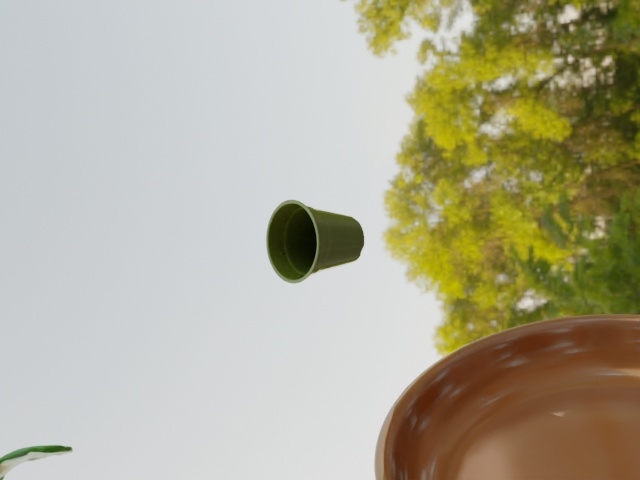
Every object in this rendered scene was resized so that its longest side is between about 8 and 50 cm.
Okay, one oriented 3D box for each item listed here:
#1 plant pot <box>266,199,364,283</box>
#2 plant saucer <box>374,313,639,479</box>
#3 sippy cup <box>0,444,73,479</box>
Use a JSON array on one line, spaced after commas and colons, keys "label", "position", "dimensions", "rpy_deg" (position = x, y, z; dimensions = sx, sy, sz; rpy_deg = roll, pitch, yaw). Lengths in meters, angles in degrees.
[{"label": "plant pot", "position": [0.000, 0.000, 0.836], "dimensions": [0.079, 0.083, 0.083], "rpy_deg": [-2, -90, -42]}, {"label": "plant saucer", "position": [0.123, 0.094, 0.342], "dimensions": [0.200, 0.200, 0.037], "rpy_deg": [-53, -44, -59]}, {"label": "sippy cup", "position": [-0.276, 0.388, 0.871], "dimensions": [0.240, 0.224, 0.306], "rpy_deg": [-77, -35, -72]}]
